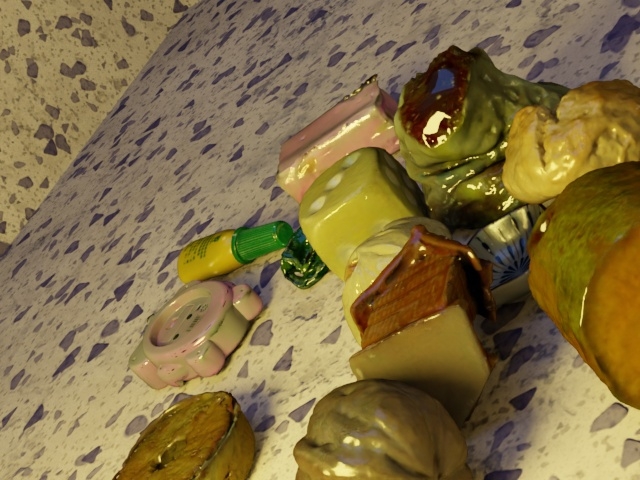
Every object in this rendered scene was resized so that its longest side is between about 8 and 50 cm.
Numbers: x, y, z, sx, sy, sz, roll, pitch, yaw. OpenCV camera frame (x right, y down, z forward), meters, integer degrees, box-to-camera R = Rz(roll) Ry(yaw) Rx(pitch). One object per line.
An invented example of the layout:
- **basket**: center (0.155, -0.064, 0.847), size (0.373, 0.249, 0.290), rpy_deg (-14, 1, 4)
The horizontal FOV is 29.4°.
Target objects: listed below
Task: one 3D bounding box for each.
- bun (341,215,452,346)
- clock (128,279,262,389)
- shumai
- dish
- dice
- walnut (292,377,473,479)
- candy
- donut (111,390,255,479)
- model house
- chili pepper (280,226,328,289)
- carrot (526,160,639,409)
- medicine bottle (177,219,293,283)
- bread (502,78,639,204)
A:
- **bun**: center (0.101, 0.059, 1.800), size (0.220, 0.134, 0.220), rpy_deg (-62, 9, 17)
- **clock**: center (-0.228, 0.167, 2.250), size (0.248, 0.090, 0.227), rpy_deg (-7, 43, 52)
- **shumai**: center (0.233, -0.193, 1.900), size (0.309, 0.263, 0.304), rpy_deg (-38, 29, 15)
- **dish**: center (0.271, 0.034, 1.708), size (0.190, 0.066, 0.191), rpy_deg (-37, 21, 17)
- **dice**: center (0.077, -0.038, 2.007), size (0.169, 0.169, 0.166), rpy_deg (-35, 25, 17)
- **walnut**: center (0.068, 0.271, 1.466), size (0.224, 0.224, 0.224), rpy_deg (-35, 25, 19)
- **candy**: center (0.042, -0.188, 2.385), size (0.265, 0.116, 0.155), rpy_deg (-34, 26, 20)
- **donut**: center (-0.208, 0.356, 1.888), size (0.272, 0.107, 0.272), rpy_deg (-31, 24, 15)
- **model house**: center (0.148, 0.120, 1.601), size (0.219, 0.199, 0.229), rpy_deg (-18, 31, 28)
- **chili pepper**: center (-0.002, -0.002, 2.214), size (0.108, 0.062, 0.216), rpy_deg (-19, 32, 32)
- **carrot**: center (0.369, 0.053, 1.305), size (0.241, 0.241, 0.341), rpy_deg (-42, 21, 3)
- **medicine bottle**: center (-0.172, 0.017, 2.428), size (0.309, 0.076, 0.111), rpy_deg (-18, 40, 46)
- **bread**: center (0.358, -0.141, 1.673), size (0.244, 0.134, 0.244), rpy_deg (-22, -3, -1)
